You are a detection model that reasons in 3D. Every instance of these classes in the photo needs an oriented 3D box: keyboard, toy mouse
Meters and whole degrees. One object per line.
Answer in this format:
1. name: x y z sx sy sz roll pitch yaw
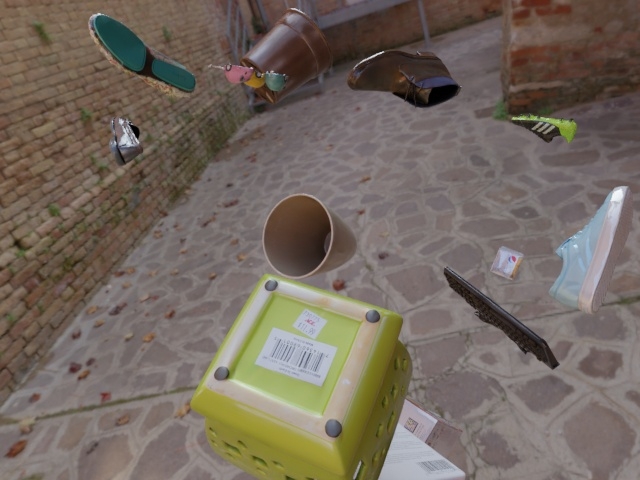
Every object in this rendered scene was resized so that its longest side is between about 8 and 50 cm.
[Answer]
1. keyboard: 0.415 0.188 1.114 0.033 0.201 0.317 -45 40 1
2. toy mouse: -0.115 -0.294 0.866 0.161 0.031 0.143 0 19 -33

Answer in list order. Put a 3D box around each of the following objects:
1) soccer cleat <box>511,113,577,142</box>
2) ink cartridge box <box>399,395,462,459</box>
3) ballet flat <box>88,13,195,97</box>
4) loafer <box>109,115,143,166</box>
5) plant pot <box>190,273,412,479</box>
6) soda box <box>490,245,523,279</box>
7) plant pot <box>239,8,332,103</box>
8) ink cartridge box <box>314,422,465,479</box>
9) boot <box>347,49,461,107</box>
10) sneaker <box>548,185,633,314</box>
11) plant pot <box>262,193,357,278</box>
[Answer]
1. soccer cleat: 0.638 -0.322 1.373 0.179 0.072 0.060 19 32 33
2. ink cartridge box: 0.251 0.542 1.448 0.272 0.309 0.130 26 80 36
3. ballet flat: -0.367 -0.358 0.972 0.077 0.241 0.091 -7 66 40
4. loafer: -0.558 -0.297 1.394 0.084 0.096 0.267 -20 39 -7
5. plant pot: -0.017 0.184 0.610 0.228 0.207 0.227 16 56 19
6. soda box: 0.552 0.064 1.404 0.069 0.073 0.216 23 10 21
7. plant pot: -0.087 -0.418 1.116 0.165 0.167 0.167 -45 33 -14
8. ink cartridge box: 0.066 0.374 0.849 0.296 0.066 0.261 17 5 -38
9. boot: 0.166 -0.307 0.917 0.219 0.082 0.106 -17 53 -21
10. sneaker: 0.730 0.010 1.306 0.150 0.135 0.365 18 78 44
11. plant pot: 0.000 0.000 1.531 0.257 0.256 0.274 -1 -6 32
